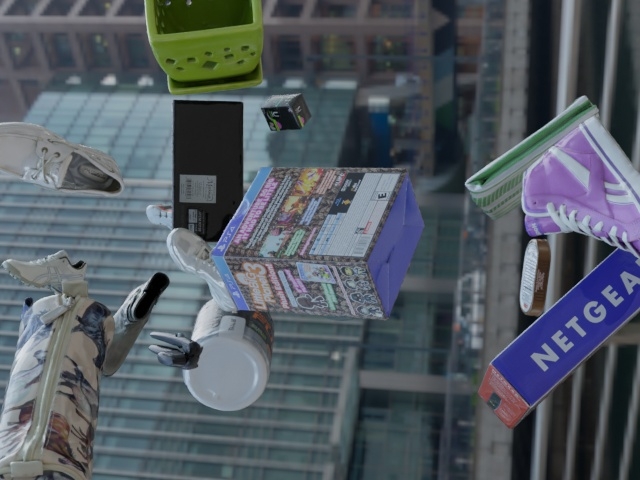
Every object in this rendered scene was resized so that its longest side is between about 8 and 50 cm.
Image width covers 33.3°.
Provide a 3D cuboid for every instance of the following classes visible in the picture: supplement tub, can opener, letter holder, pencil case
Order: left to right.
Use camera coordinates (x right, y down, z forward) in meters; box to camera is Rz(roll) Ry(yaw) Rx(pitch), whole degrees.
[{"bbox_3d":[-0.409,0.249,1.625,0.410,0.159,0.184,-95,2,-54],"label":"pencil case"},{"bbox_3d":[-0.266,0.189,1.922,0.186,0.073,0.059,15,89,61],"label":"can opener"},{"bbox_3d":[-0.252,-0.138,2.348,0.214,0.151,0.302,153,117,-80],"label":"letter holder"},{"bbox_3d":[-0.205,0.240,2.458,0.316,0.193,0.194,-90,-1,-71],"label":"supplement tub"}]

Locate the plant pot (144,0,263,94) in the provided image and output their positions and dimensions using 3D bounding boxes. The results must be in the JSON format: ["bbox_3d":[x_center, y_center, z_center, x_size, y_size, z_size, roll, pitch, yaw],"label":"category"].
[{"bbox_3d":[-0.227,-0.431,2.187,0.207,0.228,0.227,84,178,-57],"label":"plant pot"}]

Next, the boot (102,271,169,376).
[{"bbox_3d":[-0.435,0.185,2.431,0.247,0.083,0.161,-63,12,-24],"label":"boot"}]

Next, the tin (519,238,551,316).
[{"bbox_3d":[0.519,0.089,2.595,0.106,0.040,0.190,-115,30,-82],"label":"tin"}]

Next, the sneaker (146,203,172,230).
[{"bbox_3d":[-0.342,-0.057,2.576,0.065,0.157,0.061,-35,-37,-49],"label":"sneaker"}]

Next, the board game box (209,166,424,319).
[{"bbox_3d":[0.000,0.000,1.844,0.232,0.290,0.141,-63,-35,-39],"label":"board game box"}]

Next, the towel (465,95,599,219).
[{"bbox_3d":[0.363,-0.131,1.790,0.038,0.248,0.325,55,-170,13],"label":"towel"}]

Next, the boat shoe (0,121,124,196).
[{"bbox_3d":[-0.469,-0.136,1.881,0.096,0.277,0.098,40,113,51],"label":"boat shoe"}]

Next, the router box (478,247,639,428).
[{"bbox_3d":[0.385,0.125,1.573,0.335,0.082,0.301,-41,-15,-6],"label":"router box"}]

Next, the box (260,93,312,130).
[{"bbox_3d":[-0.073,-0.274,2.288,0.052,0.083,0.062,-55,-47,-38],"label":"box"}]

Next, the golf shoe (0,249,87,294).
[{"bbox_3d":[-0.514,0.050,2.003,0.176,0.069,0.086,24,-87,-51],"label":"golf shoe"}]

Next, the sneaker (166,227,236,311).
[{"bbox_3d":[-0.207,0.051,2.104,0.212,0.094,0.080,47,-122,-22],"label":"sneaker"}]

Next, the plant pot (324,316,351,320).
[{"bbox_3d":[0.061,0.015,2.500,0.195,0.290,0.290,-40,25,39],"label":"plant pot"}]

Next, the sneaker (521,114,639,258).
[{"bbox_3d":[0.353,-0.022,1.365,0.102,0.161,0.282,46,-165,-39],"label":"sneaker"}]
